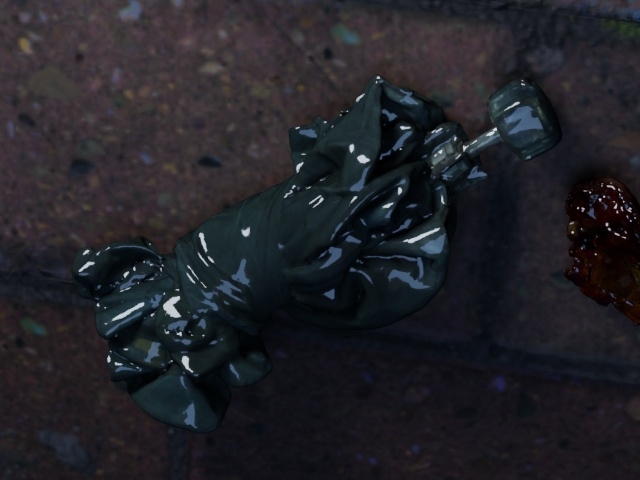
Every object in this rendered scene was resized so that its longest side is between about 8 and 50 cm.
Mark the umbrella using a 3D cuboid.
[{"bbox_3d":[-0.002,-0.001,1.289,0.349,0.094,0.143,-28,113,18],"label":"umbrella"}]

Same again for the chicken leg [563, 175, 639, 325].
[{"bbox_3d":[0.222,0.044,1.301,0.093,0.053,0.205,-24,104,43],"label":"chicken leg"}]
